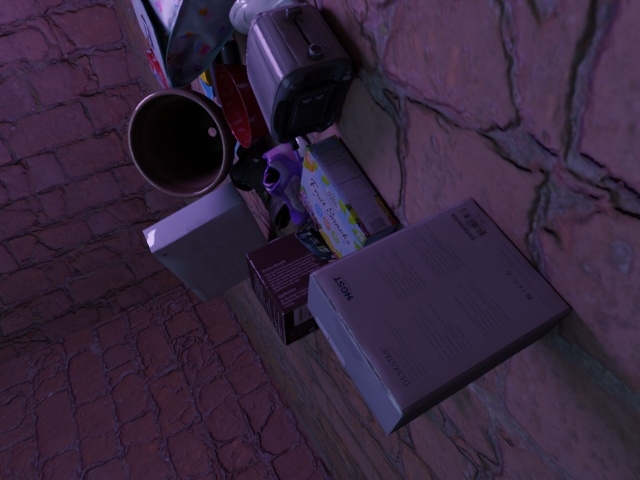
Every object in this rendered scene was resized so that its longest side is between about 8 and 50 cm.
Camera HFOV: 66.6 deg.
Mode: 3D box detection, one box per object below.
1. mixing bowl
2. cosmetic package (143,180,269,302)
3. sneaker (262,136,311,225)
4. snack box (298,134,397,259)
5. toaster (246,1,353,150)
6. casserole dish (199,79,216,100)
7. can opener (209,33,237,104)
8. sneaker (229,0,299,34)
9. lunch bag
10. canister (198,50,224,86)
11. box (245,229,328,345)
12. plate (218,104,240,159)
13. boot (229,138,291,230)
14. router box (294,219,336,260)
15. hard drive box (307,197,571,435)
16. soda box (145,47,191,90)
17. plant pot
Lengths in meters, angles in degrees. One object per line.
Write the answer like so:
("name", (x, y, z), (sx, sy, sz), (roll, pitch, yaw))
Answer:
("mixing bowl", (-0.147, -0.302, 1.055), (0.181, 0.098, 0.181), (52, 156, 35))
("cosmetic package", (-0.314, 0.020, 1.484), (0.097, 0.284, 0.377), (54, 172, 29))
("sneaker", (-0.074, -0.121, 1.070), (0.095, 0.104, 0.236), (49, 156, 37))
("snack box", (0.041, -0.057, 0.890), (0.207, 0.070, 0.174), (57, 160, 20))
("toaster", (-0.042, -0.263, 0.782), (0.146, 0.129, 0.227), (65, 164, 13))
("casserole dish", (-0.337, -0.502, 1.422), (0.188, 0.037, 0.114), (67, 162, -1))
("can opener", (-0.236, -0.464, 1.172), (0.093, 0.074, 0.280), (-83, -8, -48))
("sneaker", (-0.096, -0.394, 0.857), (0.094, 0.080, 0.212), (57, 162, -12))
("lunch bag", (-0.284, -0.474, 0.988), (0.262, 0.160, 0.223), (-48, 61, 33))
("canister", (-0.316, -0.487, 1.279), (0.170, 0.073, 0.126), (34, 141, 41))
("box", (-0.065, 0.117, 1.232), (0.203, 0.168, 0.167), (54, 159, 32))
("plate", (-0.249, -0.319, 1.426), (0.188, 0.024, 0.188), (54, 158, 33))
("boot", (-0.153, -0.127, 1.295), (0.229, 0.091, 0.263), (62, 159, 14))
("router box", (0.000, 0.000, 1.068), (0.092, 0.038, 0.122), (43, 165, -11))
("hard drive box", (0.128, 0.078, 0.566), (0.181, 0.232, 0.089), (56, 159, 27))
("soda box", (-0.569, -0.630, 1.821), (0.263, 0.083, 0.092), (51, 156, 38))
("plant pot", (-0.323, -0.266, 1.260), (0.229, 0.263, 0.263), (-66, -39, -65))
